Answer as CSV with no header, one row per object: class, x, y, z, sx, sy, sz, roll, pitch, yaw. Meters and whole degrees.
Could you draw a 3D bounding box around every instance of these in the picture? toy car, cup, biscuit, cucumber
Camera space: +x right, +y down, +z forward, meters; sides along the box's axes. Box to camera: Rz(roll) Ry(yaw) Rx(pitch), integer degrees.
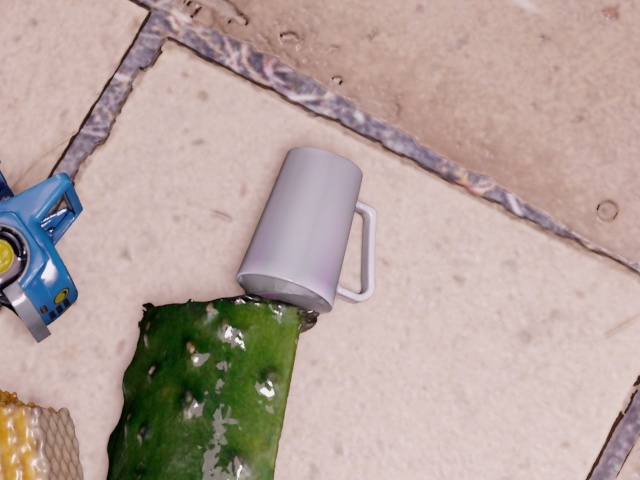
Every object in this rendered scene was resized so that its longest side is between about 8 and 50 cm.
toy car,-0.236,-0.025,1.392,0.100,0.097,0.191,-34,77,-8
cup,0.000,0.000,1.402,0.104,0.074,0.116,24,71,-17
biscuit,-0.177,0.282,1.276,0.054,0.094,0.378,-14,76,7
cucumber,-0.093,0.197,1.331,0.145,0.105,0.325,7,78,3
